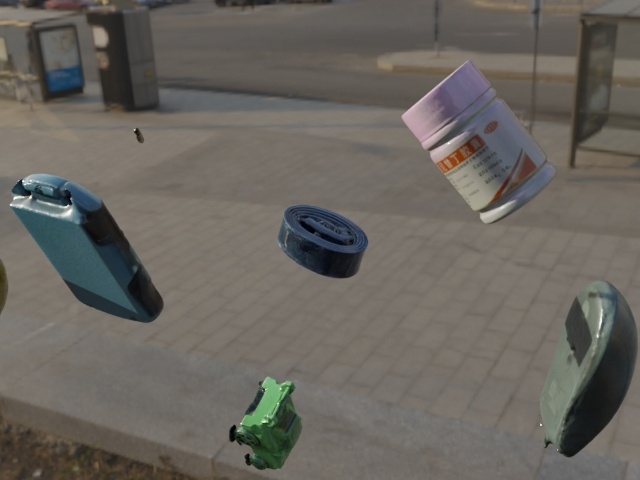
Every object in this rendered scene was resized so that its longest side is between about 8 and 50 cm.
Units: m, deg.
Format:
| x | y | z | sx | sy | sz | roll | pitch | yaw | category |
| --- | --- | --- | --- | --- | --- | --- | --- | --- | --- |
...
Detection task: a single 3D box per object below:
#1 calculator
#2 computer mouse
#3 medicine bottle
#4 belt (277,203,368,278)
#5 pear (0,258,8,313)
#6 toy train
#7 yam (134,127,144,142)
| x | y | z | sx | sy | sz | roll | pitch | yaw | category |
| --- | --- | --- | --- | --- | --- | --- | --- | --- | --- |
| -0.329 | 0.021 | 1.126 | 0.173 | 0.293 | 0.051 | 12 | 52 | 28 | calculator |
| 0.527 | 0.259 | 1.532 | 0.122 | 0.371 | 0.188 | 15 | 20 | -2 | computer mouse |
| 0.348 | -0.214 | 1.738 | 0.202 | 0.316 | 0.202 | -39 | 2 | 2 | medicine bottle |
| 0.000 | 0.000 | 1.592 | 0.190 | 0.082 | 0.141 | 28 | 33 | 16 | belt |
| -0.616 | 0.090 | 1.229 | 0.211 | 0.188 | 0.228 | -3 | 24 | 32 | pear |
| -0.063 | 0.253 | 1.078 | 0.081 | 0.149 | 0.099 | 7 | 47 | 28 | toy train |
| -0.364 | -0.210 | 1.578 | 0.014 | 0.014 | 0.107 | -6 | -4 | -8 | yam |
